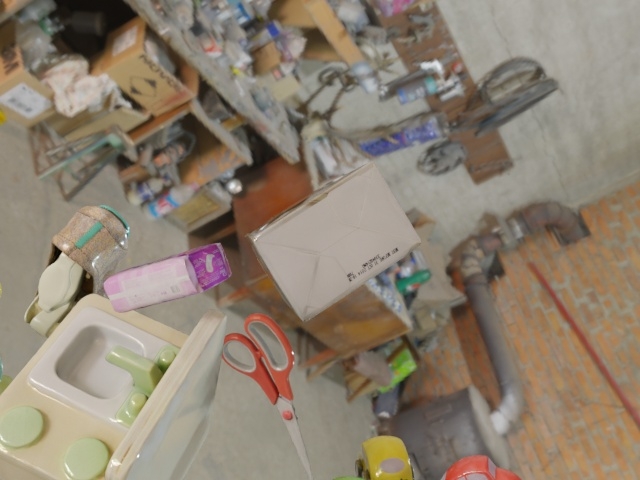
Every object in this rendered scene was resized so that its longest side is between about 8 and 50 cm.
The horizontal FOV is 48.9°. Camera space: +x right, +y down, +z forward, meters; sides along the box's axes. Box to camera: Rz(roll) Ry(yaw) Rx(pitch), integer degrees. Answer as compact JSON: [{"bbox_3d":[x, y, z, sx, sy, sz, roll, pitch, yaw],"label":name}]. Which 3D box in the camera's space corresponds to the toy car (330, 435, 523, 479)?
[{"bbox_3d":[0.075,0.267,0.764,0.225,0.239,0.053,-5,90,-43],"label":"toy car"}]

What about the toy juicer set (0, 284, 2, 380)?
[{"bbox_3d":[-0.619,0.213,1.124,0.089,0.210,0.328,174,-85,-75],"label":"toy juicer set"}]

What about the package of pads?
[{"bbox_3d":[-0.114,0.028,0.526,0.050,0.083,0.031,-31,104,-61],"label":"package of pads"}]

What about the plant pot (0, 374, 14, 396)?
[{"bbox_3d":[-0.612,0.407,1.364,0.254,0.276,0.276,43,10,16],"label":"plant pot"}]

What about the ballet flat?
[{"bbox_3d":[-0.347,0.071,0.956,0.108,0.316,0.106,33,46,1],"label":"ballet flat"}]

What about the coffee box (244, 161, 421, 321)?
[{"bbox_3d":[0.000,0.000,0.780,0.098,0.141,0.246,58,-7,-5],"label":"coffee box"}]

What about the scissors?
[{"bbox_3d":[-0.047,0.245,1.060,0.297,0.109,0.021,59,20,-9],"label":"scissors"}]

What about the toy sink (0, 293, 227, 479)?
[{"bbox_3d":[-0.178,0.149,0.587,0.234,0.131,0.152,107,9,-50],"label":"toy sink"}]
